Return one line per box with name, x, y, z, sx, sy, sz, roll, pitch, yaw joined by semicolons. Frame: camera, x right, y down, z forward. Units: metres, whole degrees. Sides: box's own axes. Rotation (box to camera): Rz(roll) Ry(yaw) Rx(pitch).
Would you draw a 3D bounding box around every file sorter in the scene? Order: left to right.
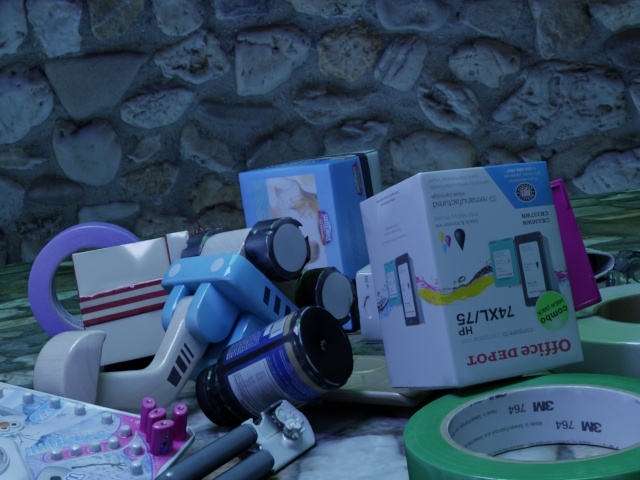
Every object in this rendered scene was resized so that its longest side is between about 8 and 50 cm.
file sorter;0.255;0.047;1.441;0.290;0.202;0.182;-20;4;-8

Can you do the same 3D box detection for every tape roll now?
tape roll;-0.491;0.100;1.951;0.274;0.275;0.090;-9;9;-10
tape roll;0.254;0.229;0.974;0.321;0.077;0.321;-9;7;1
tape roll;0.535;0.136;1.387;0.391;0.072;0.392;-9;7;1

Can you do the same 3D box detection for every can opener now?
can opener;-0.102;0.274;1.106;0.093;0.074;0.280;-43;-13;29

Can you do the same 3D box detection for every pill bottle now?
pill bottle;-0.071;0.187;1.275;0.219;0.123;0.123;-29;-4;31

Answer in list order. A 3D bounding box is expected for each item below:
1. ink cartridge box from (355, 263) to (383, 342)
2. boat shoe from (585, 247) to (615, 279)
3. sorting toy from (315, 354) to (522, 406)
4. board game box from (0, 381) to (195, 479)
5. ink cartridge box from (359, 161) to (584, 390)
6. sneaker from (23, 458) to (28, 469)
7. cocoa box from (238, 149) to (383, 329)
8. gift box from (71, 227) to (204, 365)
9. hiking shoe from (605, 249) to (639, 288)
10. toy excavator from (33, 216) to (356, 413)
ink cartridge box;0.141;0.107;1.742;0.082;0.140;0.190;-3;10;21
boat shoe;0.514;0.063;1.885;0.267;0.096;0.088;-3;-1;-34
sorting toy;0.133;0.218;1.348;0.307;0.041;0.229;-2;6;32
board game box;-0.392;0.248;0.999;0.389;0.050;0.390;10;18;14
ink cartridge box;0.197;0.053;1.207;0.198;0.270;0.197;-7;-7;-21
sneaker;-0.360;0.297;1.095;0.108;0.100;0.271;3;16;11
cocoa box;0.000;0.000;1.899;0.231;0.347;0.228;-4;9;31
gift box;-0.322;0.122;1.734;0.258;0.255;0.276;-11;2;-8
hiking shoe;0.624;0.080;1.736;0.114;0.086;0.227;11;21;25
toy excavator;-0.187;0.157;1.431;0.222;0.433;0.445;-8;49;41
